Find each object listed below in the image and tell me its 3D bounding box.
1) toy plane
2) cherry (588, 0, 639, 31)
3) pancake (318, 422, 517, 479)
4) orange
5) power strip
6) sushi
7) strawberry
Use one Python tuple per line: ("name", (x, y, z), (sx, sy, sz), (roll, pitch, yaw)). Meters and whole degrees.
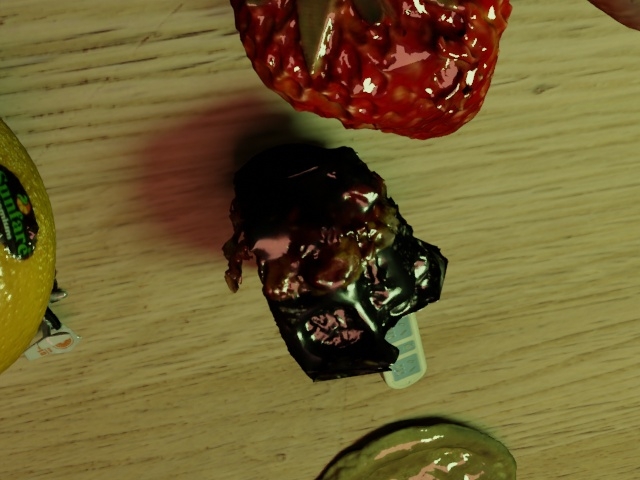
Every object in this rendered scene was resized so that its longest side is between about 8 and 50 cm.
("toy plane", (-0.241, 0.031, 1.230), (0.078, 0.053, 0.197), (-21, 138, 8))
("cherry", (0.241, -0.256, 1.039), (0.239, 0.206, 0.239), (-13, 149, -8))
("pancake", (0.096, 0.273, 1.627), (0.242, 0.050, 0.241), (-14, 137, -13))
("orange", (-0.287, 0.000, 1.047), (0.236, 0.236, 0.236), (-13, 137, -12))
("power strip", (0.065, 0.075, 1.425), (0.048, 0.030, 0.191), (-21, 139, -4))
("sushi", (0.000, 0.000, 1.217), (0.153, 0.172, 0.150), (-10, 118, 19))
("strawberry", (0.056, -0.155, 1.077), (0.205, 0.205, 0.244), (-32, 149, 9))
